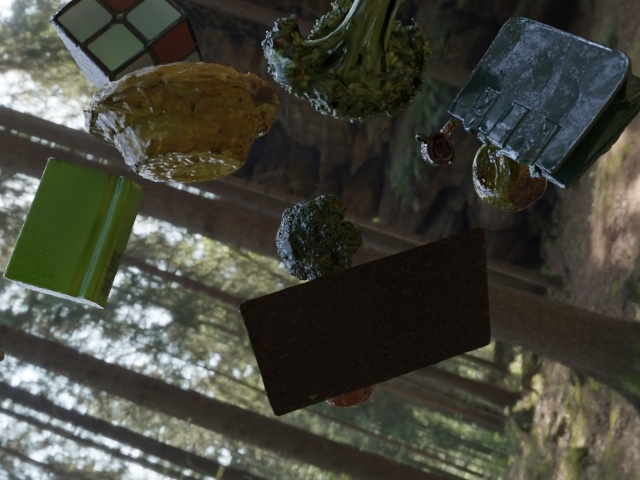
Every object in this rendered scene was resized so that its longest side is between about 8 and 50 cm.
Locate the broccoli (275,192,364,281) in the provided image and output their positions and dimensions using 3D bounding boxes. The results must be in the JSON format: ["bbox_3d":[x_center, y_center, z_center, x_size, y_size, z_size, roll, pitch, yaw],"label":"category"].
[{"bbox_3d":[0.000,0.000,1.203,0.137,0.162,0.146,-10,-93,-44],"label":"broccoli"}]

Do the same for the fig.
[{"bbox_3d":[0.392,-0.138,1.542,0.154,0.166,0.144,-27,-15,-44],"label":"fig"}]

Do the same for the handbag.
[{"bbox_3d":[0.393,-0.251,1.299,0.238,0.089,0.326,-53,38,10],"label":"handbag"}]

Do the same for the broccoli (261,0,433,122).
[{"bbox_3d":[0.057,-0.416,1.539,0.249,0.375,0.302,-120,38,-58],"label":"broccoli"}]

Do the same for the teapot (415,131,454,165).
[{"bbox_3d":[0.233,-0.187,1.487,0.068,0.100,0.045,-61,16,-16],"label":"teapot"}]

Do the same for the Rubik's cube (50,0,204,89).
[{"bbox_3d":[-0.336,-0.347,1.300,0.180,0.183,0.167,-40,-18,-11],"label":"Rubik's cube"}]

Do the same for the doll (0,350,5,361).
[{"bbox_3d":[-0.568,0.208,1.191,0.083,0.076,0.050,-60,27,-11],"label":"doll"}]

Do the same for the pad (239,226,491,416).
[{"bbox_3d":[0.072,0.112,0.971,0.004,0.330,0.220,-116,12,-53],"label":"pad"}]

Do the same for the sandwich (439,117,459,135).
[{"bbox_3d":[0.328,-0.279,1.960,0.135,0.029,0.067,-54,-3,38],"label":"sandwich"}]

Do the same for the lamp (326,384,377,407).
[{"bbox_3d":[0.069,0.266,1.540,0.182,0.140,0.182,-35,-50,-57],"label":"lamp"}]

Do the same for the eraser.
[{"bbox_3d":[-0.495,-0.019,1.488,0.092,0.210,0.274,71,-145,-70],"label":"eraser"}]

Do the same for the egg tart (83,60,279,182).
[{"bbox_3d":[-0.191,-0.152,1.036,0.295,0.294,0.116,64,-165,-79],"label":"egg tart"}]
